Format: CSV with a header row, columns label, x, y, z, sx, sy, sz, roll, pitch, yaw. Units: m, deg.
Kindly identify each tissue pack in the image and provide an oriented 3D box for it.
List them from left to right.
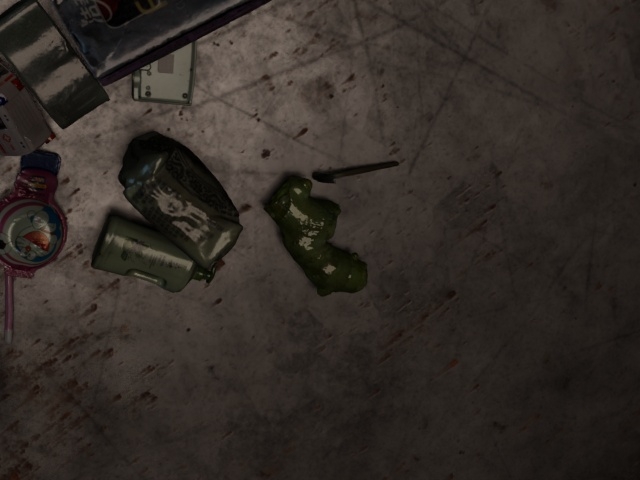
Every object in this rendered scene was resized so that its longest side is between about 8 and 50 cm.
label,x,y,z,sx,sy,sz,roll,pitch,yaw
tissue pack,-0.290,-0.461,1.612,0.361,0.122,0.259,-27,86,-5

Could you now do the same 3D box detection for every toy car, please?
label,x,y,z,sx,sy,sz,roll,pitch,yaw
toy car,-0.565,-0.247,1.605,0.089,0.108,0.209,-52,135,-34

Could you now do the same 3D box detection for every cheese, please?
label,x,y,z,sx,sy,sz,roll,pitch,yaw
cheese,-0.544,-0.050,1.713,0.155,0.062,0.244,12,90,-34

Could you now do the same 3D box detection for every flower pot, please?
label,x,y,z,sx,sy,sz,roll,pitch,yaw
flower pot,-0.490,-0.319,1.639,0.108,0.103,0.229,-35,112,-3

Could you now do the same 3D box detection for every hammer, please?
label,x,y,z,sx,sy,sz,roll,pitch,yaw
hammer,0.078,-0.142,1.871,0.182,0.062,0.017,-12,108,-18

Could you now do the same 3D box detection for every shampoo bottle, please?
label,x,y,z,sx,sy,sz,roll,pitch,yaw
shampoo bottle,-0.318,0.037,1.787,0.234,0.087,0.118,19,119,-19

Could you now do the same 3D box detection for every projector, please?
label,x,y,z,sx,sy,sz,roll,pitch,yaw
projector,-0.293,-0.332,1.712,0.115,0.061,0.147,3,103,-14

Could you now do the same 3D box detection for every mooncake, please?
label,x,y,z,sx,sy,sz,roll,pitch,yaw
mooncake,-0.255,-0.084,1.688,0.136,0.250,0.254,-45,110,2

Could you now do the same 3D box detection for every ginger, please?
label,x,y,z,sx,sy,sz,roll,pitch,yaw
ginger,-0.003,-0.003,1.867,0.137,0.089,0.289,-35,108,-24

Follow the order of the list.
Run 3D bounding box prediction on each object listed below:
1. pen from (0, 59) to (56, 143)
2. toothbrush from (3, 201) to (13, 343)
label,x,y,z,sx,sy,sz,roll,pitch,yaw
pen,-0.559,-0.273,1.675,0.026,0.026,0.218,-34,110,-4
toothbrush,-0.599,0.064,1.758,0.025,0.020,0.286,-1,105,-22
